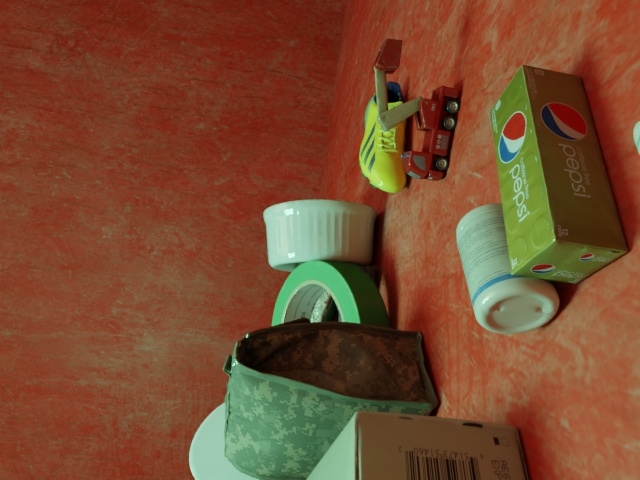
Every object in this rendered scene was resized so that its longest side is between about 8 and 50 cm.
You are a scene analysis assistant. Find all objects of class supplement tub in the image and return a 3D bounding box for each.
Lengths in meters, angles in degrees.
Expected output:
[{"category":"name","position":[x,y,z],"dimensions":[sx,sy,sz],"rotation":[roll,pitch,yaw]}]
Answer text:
[{"category":"supplement tub","position":[-0.092,0.481,0.907],"dimensions":[0.241,0.241,0.331],"rotation":[-92,-14,-60]},{"category":"supplement tub","position":[0.168,0.025,0.433],"dimensions":[0.071,0.071,0.107],"rotation":[105,171,-46]}]

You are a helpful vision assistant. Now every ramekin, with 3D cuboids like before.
[{"category":"ramekin","position":[0.000,0.000,1.133],"dimensions":[0.277,0.277,0.135],"rotation":[127,143,-77]}]

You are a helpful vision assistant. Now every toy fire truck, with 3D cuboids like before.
[{"category":"toy fire truck","position":[0.137,-0.195,0.718],"dimensions":[0.047,0.135,0.192],"rotation":[-125,44,-81]}]

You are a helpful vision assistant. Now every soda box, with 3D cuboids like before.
[{"category":"soda box","position":[0.191,-0.059,0.394],"dimensions":[0.061,0.058,0.181],"rotation":[110,167,-60]}]

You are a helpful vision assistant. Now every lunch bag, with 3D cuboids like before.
[{"category":"lunch bag","position":[-0.005,0.247,0.715],"dimensions":[0.169,0.287,0.235],"rotation":[-91,11,-56]}]

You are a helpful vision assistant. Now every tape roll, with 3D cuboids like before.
[{"category":"tape roll","position":[0.008,0.202,0.968],"dimensions":[0.321,0.077,0.321],"rotation":[-11,77,54]}]

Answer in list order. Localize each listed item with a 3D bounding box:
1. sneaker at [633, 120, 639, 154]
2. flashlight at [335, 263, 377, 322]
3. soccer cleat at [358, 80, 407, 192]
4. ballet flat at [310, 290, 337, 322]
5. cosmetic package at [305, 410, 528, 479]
[{"category":"sneaker","position":[0.217,-0.107,0.254],"dimensions":[0.061,0.054,0.152],"rotation":[-86,7,-57]},{"category":"flashlight","position":[0.066,0.206,1.028],"dimensions":[0.103,0.103,0.304],"rotation":[-5,76,44]},{"category":"soccer cleat","position":[0.138,-0.221,0.970],"dimensions":[0.121,0.093,0.289],"rotation":[116,163,-48]},{"category":"ballet flat","position":[-0.047,0.273,1.353],"dimensions":[0.147,0.147,0.409],"rotation":[108,-177,-57]},{"category":"cosmetic package","position":[0.076,0.292,0.505],"dimensions":[0.309,0.160,0.113],"rotation":[104,171,-50]}]
